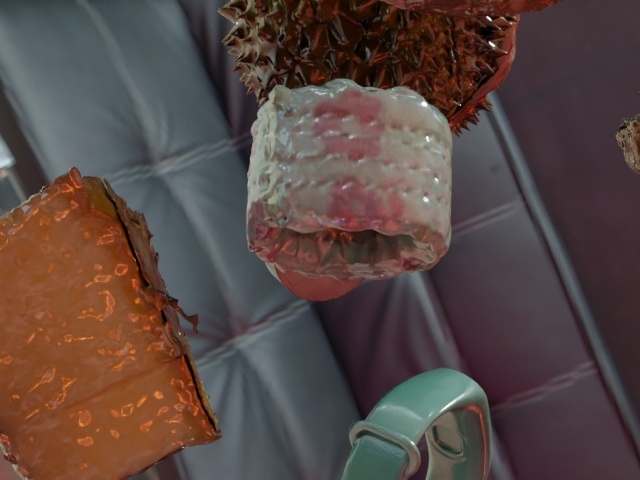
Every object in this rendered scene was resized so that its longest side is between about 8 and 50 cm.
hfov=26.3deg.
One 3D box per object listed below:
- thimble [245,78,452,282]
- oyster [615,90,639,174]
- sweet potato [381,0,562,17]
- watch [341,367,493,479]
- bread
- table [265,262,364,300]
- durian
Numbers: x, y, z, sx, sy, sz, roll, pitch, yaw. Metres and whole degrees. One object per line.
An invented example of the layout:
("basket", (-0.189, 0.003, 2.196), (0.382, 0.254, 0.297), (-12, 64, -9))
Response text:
("thimble", (0.022, -0.055, 1.295), (0.211, 0.185, 0.149), (20, 64, -43))
("oyster", (0.364, -0.106, 1.365), (0.345, 0.128, 0.079), (81, 0, -84))
("sweet potato", (0.074, -0.178, 0.916), (0.068, 0.205, 0.060), (-93, -175, -62))
("watch", (0.080, 0.215, 1.204), (0.195, 0.068, 0.237), (-50, 148, -32))
("bread", (-0.238, 0.112, 1.351), (0.315, 0.248, 0.279), (68, -3, -83))
("table", (0.000, 0.000, 1.567), (0.133, 0.133, 0.043), (48, -5, -30))
("durian", (0.060, -0.258, 1.514), (0.347, 0.347, 0.384), (-64, 152, -54))
